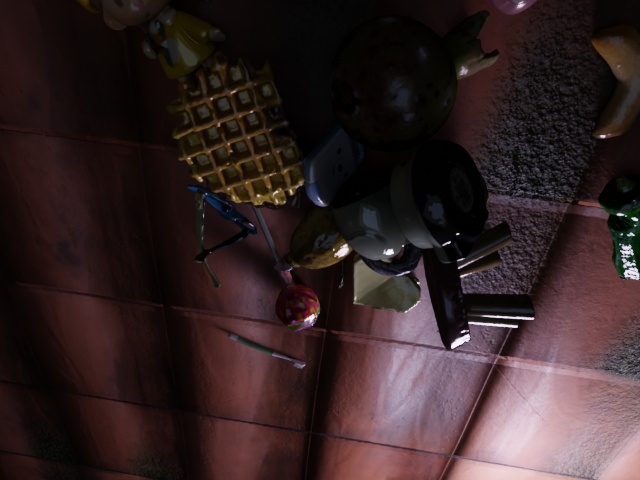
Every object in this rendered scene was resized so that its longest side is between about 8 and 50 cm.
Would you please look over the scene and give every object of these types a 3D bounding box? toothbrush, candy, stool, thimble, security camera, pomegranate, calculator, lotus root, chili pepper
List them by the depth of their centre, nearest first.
[{"bbox_3d":[0.153,-0.307,0.737,0.306,0.242,0.242,-48,111,-18],"label":"pomegranate"},{"bbox_3d":[0.149,-0.061,0.778,0.277,0.197,0.191,-16,112,46],"label":"security camera"},{"bbox_3d":[0.031,-0.166,0.834,0.039,0.210,0.121,18,146,31],"label":"calculator"},{"bbox_3d":[0.677,-0.041,0.866,0.136,0.099,0.270,-24,119,30],"label":"chili pepper"},{"bbox_3d":[0.333,0.097,0.897,0.178,0.272,0.272,-10,119,10],"label":"stool"},{"bbox_3d":[0.160,0.009,0.939,0.150,0.098,0.150,0,88,2],"label":"thimble"},{"bbox_3d":[0.000,0.000,0.962,0.138,0.138,0.214,40,113,-16],"label":"lotus root"},{"bbox_3d":[-0.103,0.069,1.051,0.124,0.124,0.365,-16,106,17],"label":"candy"},{"bbox_3d":[-0.167,0.342,1.256,0.257,0.018,0.024,25,127,-8],"label":"toothbrush"}]

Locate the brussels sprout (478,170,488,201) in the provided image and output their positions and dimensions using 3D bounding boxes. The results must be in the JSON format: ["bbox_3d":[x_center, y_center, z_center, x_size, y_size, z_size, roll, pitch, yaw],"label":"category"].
[{"bbox_3d":[0.277,-0.113,0.867,0.149,0.122,0.152,-1,122,38],"label":"brussels sprout"}]

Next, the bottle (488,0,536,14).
[{"bbox_3d":[0.268,-0.483,0.646,0.253,0.120,0.120,42,117,-16],"label":"bottle"}]

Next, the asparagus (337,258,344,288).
[{"bbox_3d":[0.056,0.083,1.074,0.015,0.014,0.114,24,127,34],"label":"asparagus"}]

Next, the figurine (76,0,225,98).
[{"bbox_3d":[-0.308,-0.420,0.735,0.215,0.187,0.344,-23,121,10],"label":"figurine"}]

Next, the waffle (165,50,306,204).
[{"bbox_3d":[-0.141,-0.199,0.780,0.309,0.065,0.283,21,115,-19],"label":"waffle"}]

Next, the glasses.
[{"bbox_3d":[-0.218,-0.007,0.917,0.102,0.207,0.239,-8,161,11],"label":"glasses"}]

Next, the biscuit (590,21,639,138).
[{"bbox_3d":[0.598,-0.304,0.751,0.164,0.047,0.208,-13,118,14],"label":"biscuit"}]

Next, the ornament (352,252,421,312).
[{"bbox_3d":[0.147,0.117,1.061,0.201,0.059,0.180,44,118,-14],"label":"ornament"}]

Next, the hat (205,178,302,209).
[{"bbox_3d":[-0.153,-0.191,0.885,0.236,0.107,0.286,6,124,2],"label":"hat"}]
